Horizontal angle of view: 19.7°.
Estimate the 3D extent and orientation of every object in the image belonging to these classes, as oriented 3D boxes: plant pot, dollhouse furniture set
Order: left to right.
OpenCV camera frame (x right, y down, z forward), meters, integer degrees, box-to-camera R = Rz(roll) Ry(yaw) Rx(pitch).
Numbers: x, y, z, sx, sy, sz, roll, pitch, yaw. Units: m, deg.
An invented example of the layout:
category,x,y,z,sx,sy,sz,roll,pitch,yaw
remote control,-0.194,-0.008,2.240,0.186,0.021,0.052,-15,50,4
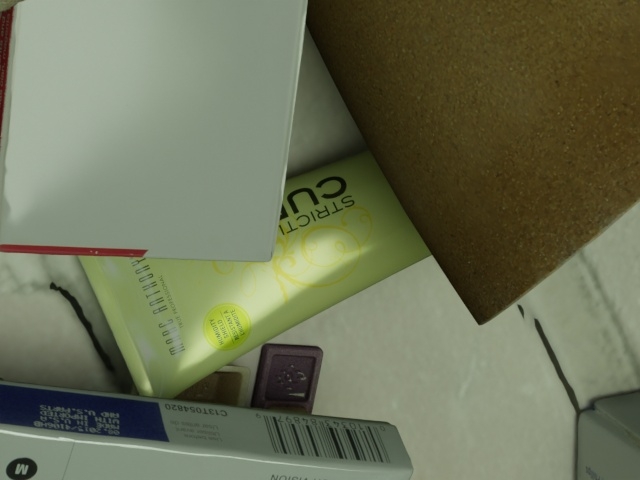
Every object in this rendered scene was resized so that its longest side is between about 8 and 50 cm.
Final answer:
category,x,y,z,sx,sy,sz,roll,pitch,yaw
dollhouse furniture set,-0.042,0.108,0.959,0.114,0.081,0.091,5,103,-26
plant pot,0.085,-0.133,0.858,0.237,0.237,0.254,-39,86,-10

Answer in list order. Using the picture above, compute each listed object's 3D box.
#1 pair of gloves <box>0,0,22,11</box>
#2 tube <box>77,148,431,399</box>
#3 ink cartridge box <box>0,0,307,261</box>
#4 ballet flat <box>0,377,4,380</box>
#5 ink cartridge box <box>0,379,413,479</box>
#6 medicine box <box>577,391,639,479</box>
category,x,y,z,sx,sy,sz,roll,pitch,yaw
pair of gloves,-0.143,-0.201,0.678,0.204,0.042,0.240,-13,94,-35
tube,0.000,0.000,0.957,0.240,0.070,0.062,-23,139,-15
ink cartridge box,-0.103,-0.072,0.821,0.128,0.176,0.127,1,102,-26
ballet flat,-0.260,0.131,0.885,0.250,0.058,0.084,-30,139,-8
ink cartridge box,-0.092,0.177,0.925,0.223,0.045,0.224,8,122,-23
medicine box,0.301,0.235,1.122,0.263,0.149,0.289,-8,110,-23
